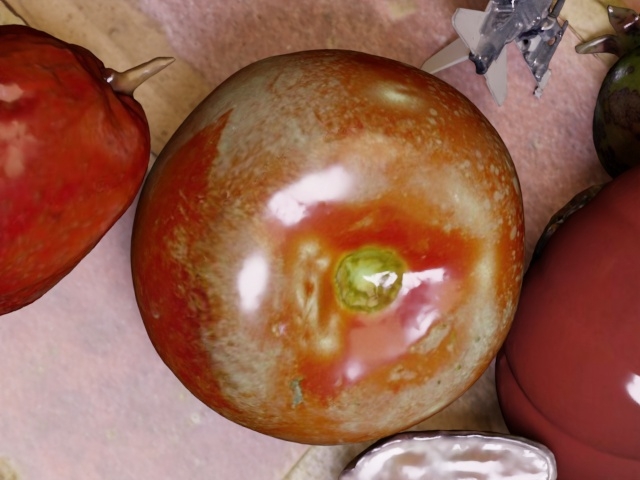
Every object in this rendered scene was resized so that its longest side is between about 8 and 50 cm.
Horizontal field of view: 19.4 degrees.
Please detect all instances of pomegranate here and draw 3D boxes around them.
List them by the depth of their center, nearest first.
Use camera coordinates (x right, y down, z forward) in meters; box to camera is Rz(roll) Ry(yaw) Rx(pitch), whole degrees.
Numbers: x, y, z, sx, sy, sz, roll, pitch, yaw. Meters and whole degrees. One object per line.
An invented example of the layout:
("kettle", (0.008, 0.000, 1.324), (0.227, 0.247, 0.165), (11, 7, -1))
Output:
("pomegranate", (0.279, -0.113, 1.474), (0.148, 0.148, 0.169), (-9, 75, -26))

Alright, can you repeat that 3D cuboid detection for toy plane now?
("toy plane", (0.165, -0.204, 1.473), (0.234, 0.082, 0.160), (-52, 128, -24))

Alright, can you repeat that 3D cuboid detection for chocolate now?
("chocolate", (0.088, 0.251, 1.303), (0.157, 0.080, 0.254), (-1, 96, 6))

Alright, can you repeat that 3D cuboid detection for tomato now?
("tomato", (0.000, 0.000, 1.269), (0.270, 0.222, 0.270), (-5, 107, -16))

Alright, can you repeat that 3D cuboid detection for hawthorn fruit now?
("hawthorn fruit", (-0.206, -0.061, 1.208), (0.251, 0.189, 0.189), (-39, 95, -18))

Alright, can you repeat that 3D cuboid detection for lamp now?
("lamp", (0.269, 0.071, 1.345), (0.303, 0.303, 0.257), (-18, 45, -27))
